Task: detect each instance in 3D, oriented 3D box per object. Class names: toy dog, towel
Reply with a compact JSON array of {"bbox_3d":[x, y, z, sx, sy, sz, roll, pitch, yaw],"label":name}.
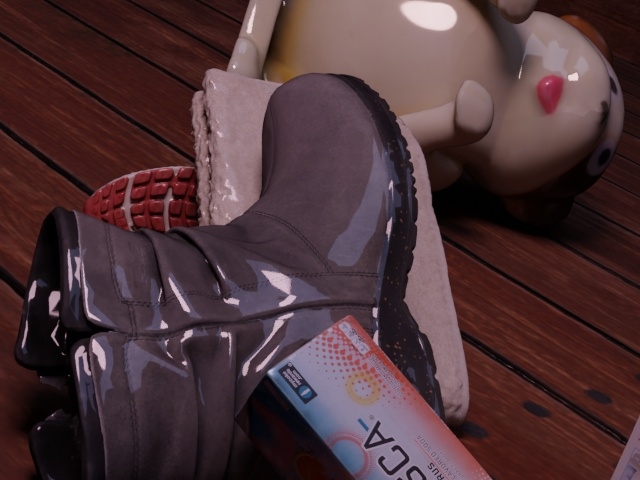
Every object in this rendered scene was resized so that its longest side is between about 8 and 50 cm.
[{"bbox_3d":[0.115,-0.157,1.316,0.408,0.284,0.395,17,-17,-1],"label":"toy dog"},{"bbox_3d":[0.000,0.000,0.901,0.187,0.049,0.282,12,47,-21],"label":"towel"}]

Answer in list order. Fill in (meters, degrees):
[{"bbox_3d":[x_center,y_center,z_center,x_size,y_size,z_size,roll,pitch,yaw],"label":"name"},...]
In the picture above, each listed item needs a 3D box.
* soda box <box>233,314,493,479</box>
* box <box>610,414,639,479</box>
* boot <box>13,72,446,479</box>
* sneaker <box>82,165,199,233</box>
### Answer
[{"bbox_3d":[0.042,0.129,0.609,0.063,0.058,0.183,-32,75,-35],"label":"soda box"},{"bbox_3d":[0.220,0.142,0.639,0.114,0.203,0.103,4,25,-36],"label":"box"},{"bbox_3d":[-0.058,0.005,0.736,0.223,0.118,0.338,11,44,-23],"label":"boot"},{"bbox_3d":[-0.081,-0.012,0.983,0.225,0.088,0.093,2,2,-33],"label":"sneaker"}]
